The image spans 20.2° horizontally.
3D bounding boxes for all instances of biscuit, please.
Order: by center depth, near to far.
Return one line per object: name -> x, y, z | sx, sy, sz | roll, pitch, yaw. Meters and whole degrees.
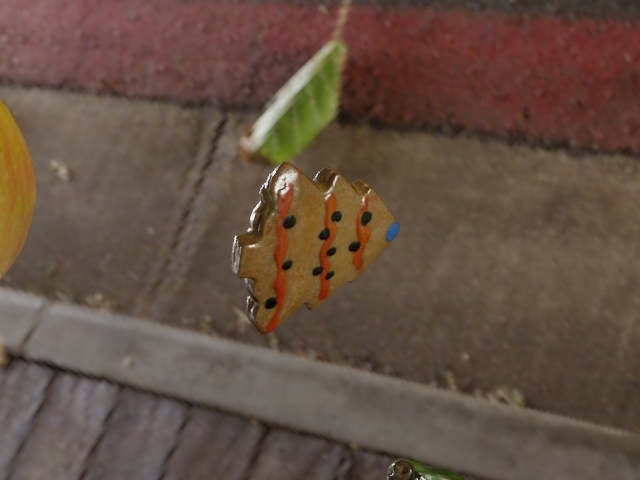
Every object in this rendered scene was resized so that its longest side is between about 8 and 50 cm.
biscuit -> 0.000, 0.000, 1.137 | 0.019, 0.130, 0.119 | 37, 130, 41

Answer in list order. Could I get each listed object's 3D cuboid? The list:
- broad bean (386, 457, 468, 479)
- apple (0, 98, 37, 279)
broad bean -> 0.093, 0.186, 1.137 | 0.070, 0.213, 0.048 | -28, 45, 13
apple -> -0.417, -0.022, 1.598 | 0.309, 0.314, 0.252 | -35, 66, 36
